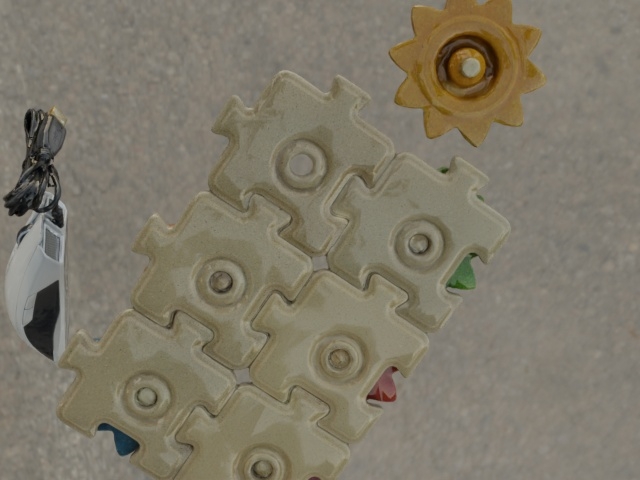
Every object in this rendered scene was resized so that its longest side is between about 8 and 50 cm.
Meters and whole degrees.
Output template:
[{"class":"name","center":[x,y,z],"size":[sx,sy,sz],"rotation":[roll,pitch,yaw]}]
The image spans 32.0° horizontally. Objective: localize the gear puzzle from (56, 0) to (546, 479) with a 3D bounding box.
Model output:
[{"class":"gear puzzle","center":[0.000,0.000,0.633],"size":[0.175,0.044,0.339],"rotation":[33,99,-8]}]

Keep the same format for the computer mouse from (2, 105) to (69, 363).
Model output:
[{"class":"computer mouse","center":[-0.190,0.008,0.741],"size":[0.042,0.193,0.106],"rotation":[1,41,-11]}]
